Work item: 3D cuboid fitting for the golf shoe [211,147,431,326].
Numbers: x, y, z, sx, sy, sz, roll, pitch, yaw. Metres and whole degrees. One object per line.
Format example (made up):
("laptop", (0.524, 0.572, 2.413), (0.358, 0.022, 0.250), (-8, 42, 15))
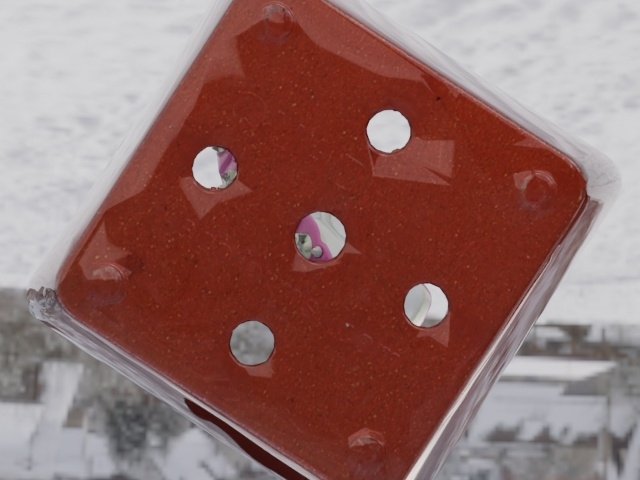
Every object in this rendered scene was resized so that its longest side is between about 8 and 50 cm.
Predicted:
("golf shoe", (-0.002, -0.038, 1.160), (0.140, 0.306, 0.115), (4, 147, -36))

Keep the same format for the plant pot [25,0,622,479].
("plant pot", (0.000, 0.000, 0.714), (0.267, 0.267, 0.236), (33, -179, 1))
